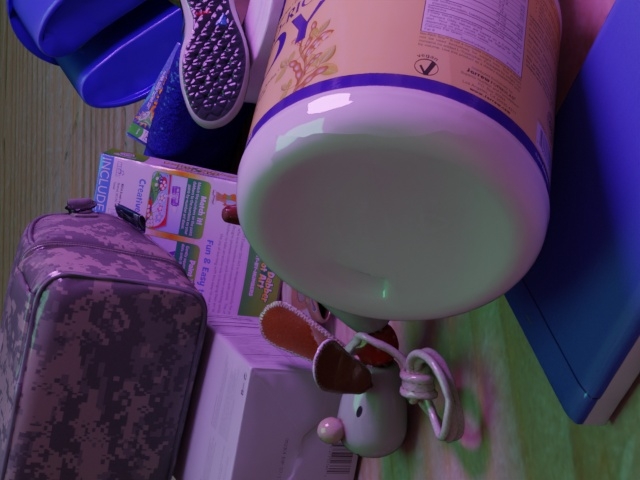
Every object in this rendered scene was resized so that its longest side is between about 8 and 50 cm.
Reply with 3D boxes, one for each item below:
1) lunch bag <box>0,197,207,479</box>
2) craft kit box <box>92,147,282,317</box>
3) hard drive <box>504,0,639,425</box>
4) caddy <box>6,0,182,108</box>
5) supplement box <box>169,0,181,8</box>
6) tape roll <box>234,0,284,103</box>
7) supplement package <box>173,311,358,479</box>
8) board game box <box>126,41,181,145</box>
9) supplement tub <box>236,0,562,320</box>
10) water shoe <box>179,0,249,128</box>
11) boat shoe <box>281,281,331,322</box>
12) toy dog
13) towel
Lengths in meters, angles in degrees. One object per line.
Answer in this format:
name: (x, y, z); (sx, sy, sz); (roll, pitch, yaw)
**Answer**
lunch bag: (-0.272, 0.126, 1.636); (0.256, 0.212, 0.305); (39, 120, 60)
craft kit box: (-0.164, 0.033, 1.756); (0.061, 0.247, 0.250); (-43, -35, -75)
hard drive: (0.237, -0.042, 1.116); (0.210, 0.040, 0.318); (-112, 36, -46)
caddy: (-0.263, -0.347, 1.975); (0.341, 0.241, 0.179); (-32, 46, 3)
supplement box: (-0.112, -0.393, 1.830); (0.233, 0.080, 0.078); (-61, 27, 0)
tape roll: (-0.021, -0.266, 1.585); (0.246, 0.169, 0.246); (-175, 90, -67)
supplement package: (-0.061, 0.202, 1.591); (0.203, 0.149, 0.194); (-146, 65, -63)
board game box: (-0.183, -0.184, 1.911); (0.136, 0.035, 0.201); (-60, -9, 5)
supplement tub: (0.074, -0.126, 1.181); (0.241, 0.241, 0.331); (124, 163, -47)
water shoe: (-0.110, -0.207, 1.506); (0.080, 0.073, 0.203); (80, -174, -75)
boat shoe: (0.000, 0.000, 1.622); (0.072, 0.068, 0.190); (13, 106, 54)
toy dog: (-0.002, 0.059, 1.370); (0.220, 0.161, 0.333); (164, 92, -72)
towel: (-0.147, -0.153, 1.848); (0.227, 0.076, 0.308); (-50, -13, -50)
